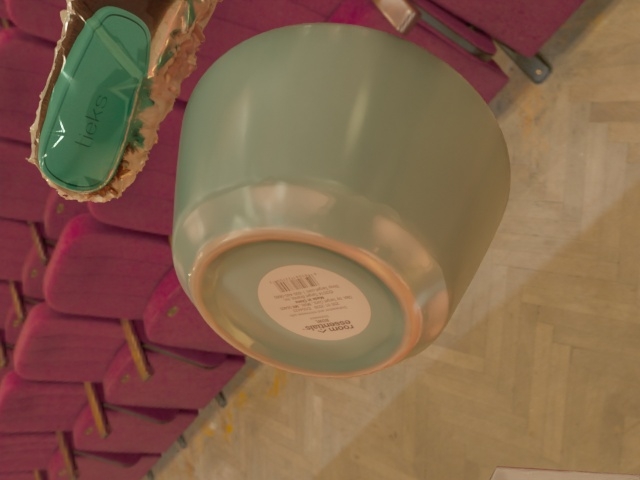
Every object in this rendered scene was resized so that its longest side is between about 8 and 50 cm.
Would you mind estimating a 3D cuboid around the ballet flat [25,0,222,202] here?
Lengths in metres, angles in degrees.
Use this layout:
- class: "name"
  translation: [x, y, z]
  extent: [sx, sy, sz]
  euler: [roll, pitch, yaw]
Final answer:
- class: "ballet flat"
  translation: [-0.172, -0.231, 0.554]
  extent: [0.147, 0.147, 0.409]
  euler: [40, 106, 38]

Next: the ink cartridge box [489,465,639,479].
- class: "ink cartridge box"
  translation: [0.314, 0.332, 0.659]
  extent: [0.370, 0.176, 0.069]
  euler: [-4, 49, 14]

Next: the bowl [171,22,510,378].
- class: "bowl"
  translation: [0.000, 0.000, 0.475]
  extent: [0.311, 0.311, 0.163]
  euler: [-36, 25, 41]
